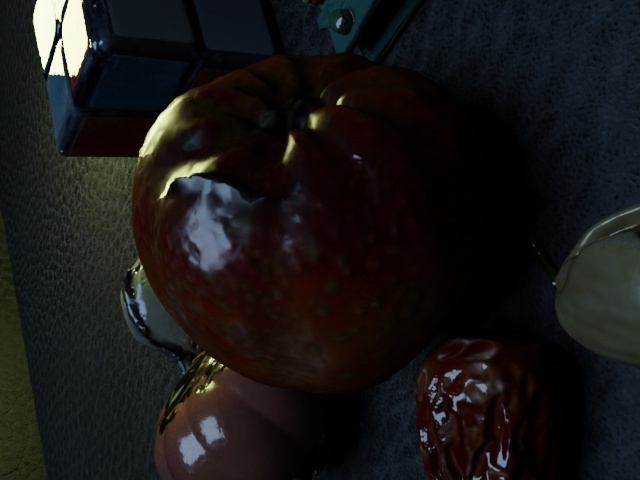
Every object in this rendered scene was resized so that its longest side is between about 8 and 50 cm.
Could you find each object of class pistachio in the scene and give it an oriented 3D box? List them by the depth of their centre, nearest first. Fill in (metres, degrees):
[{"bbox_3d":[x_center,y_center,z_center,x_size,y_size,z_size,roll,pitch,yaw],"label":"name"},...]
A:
[{"bbox_3d":[0.295,0.033,0.583,0.238,0.153,0.138,-34,25,49],"label":"pistachio"}]

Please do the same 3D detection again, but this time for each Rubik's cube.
[{"bbox_3d":[-0.291,-0.346,1.253,0.318,0.313,0.316,-43,58,50],"label":"Rubik's cube"}]

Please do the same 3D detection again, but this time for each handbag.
[{"bbox_3d":[0.054,-0.408,0.931,0.274,0.100,0.269,-46,56,46],"label":"handbag"}]

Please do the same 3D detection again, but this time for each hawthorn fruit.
[{"bbox_3d":[0.000,0.000,0.829,0.403,0.403,0.403,6,97,56],"label":"hawthorn fruit"}]

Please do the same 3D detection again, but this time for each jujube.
[{"bbox_3d":[0.178,0.205,0.753,0.155,0.155,0.230,0,101,56],"label":"jujube"}]

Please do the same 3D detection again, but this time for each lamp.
[{"bbox_3d":[-0.099,0.264,1.079,0.305,0.239,0.305,-48,11,12],"label":"lamp"}]

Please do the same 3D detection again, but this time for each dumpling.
[{"bbox_3d":[-0.333,0.146,1.494,0.204,0.163,0.293,-24,84,50],"label":"dumpling"}]

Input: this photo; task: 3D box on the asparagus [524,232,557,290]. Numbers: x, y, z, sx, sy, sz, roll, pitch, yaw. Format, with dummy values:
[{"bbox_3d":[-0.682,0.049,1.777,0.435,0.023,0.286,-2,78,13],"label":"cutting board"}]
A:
[{"bbox_3d":[0.252,0.058,0.744,0.016,0.016,0.163,-43,54,26],"label":"asparagus"}]
